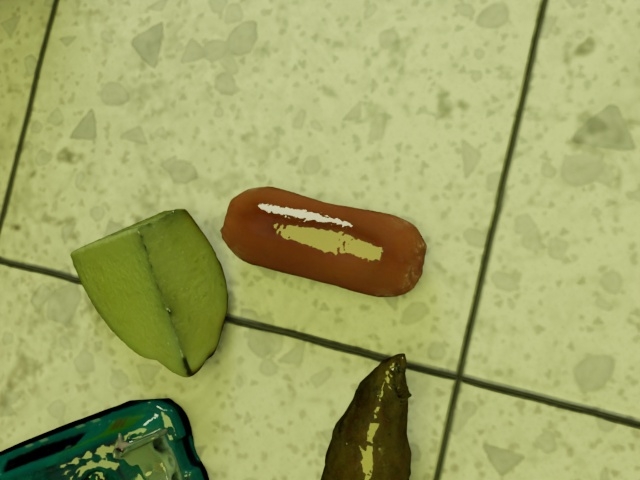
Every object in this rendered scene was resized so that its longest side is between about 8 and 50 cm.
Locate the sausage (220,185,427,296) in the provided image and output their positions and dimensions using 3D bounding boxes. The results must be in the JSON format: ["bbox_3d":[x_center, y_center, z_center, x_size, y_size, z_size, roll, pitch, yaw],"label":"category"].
[{"bbox_3d":[0.000,0.000,0.803,0.194,0.077,0.077,15,89,14],"label":"sausage"}]

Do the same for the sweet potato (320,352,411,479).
[{"bbox_3d":[0.040,0.308,0.739,0.131,0.130,0.422,-1,79,15],"label":"sweet potato"}]

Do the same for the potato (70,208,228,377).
[{"bbox_3d":[-0.158,0.052,0.854,0.120,0.081,0.149,-12,99,43],"label":"potato"}]

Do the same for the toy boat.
[{"bbox_3d":[-0.260,0.252,0.839,0.299,0.092,0.134,-24,83,11],"label":"toy boat"}]
